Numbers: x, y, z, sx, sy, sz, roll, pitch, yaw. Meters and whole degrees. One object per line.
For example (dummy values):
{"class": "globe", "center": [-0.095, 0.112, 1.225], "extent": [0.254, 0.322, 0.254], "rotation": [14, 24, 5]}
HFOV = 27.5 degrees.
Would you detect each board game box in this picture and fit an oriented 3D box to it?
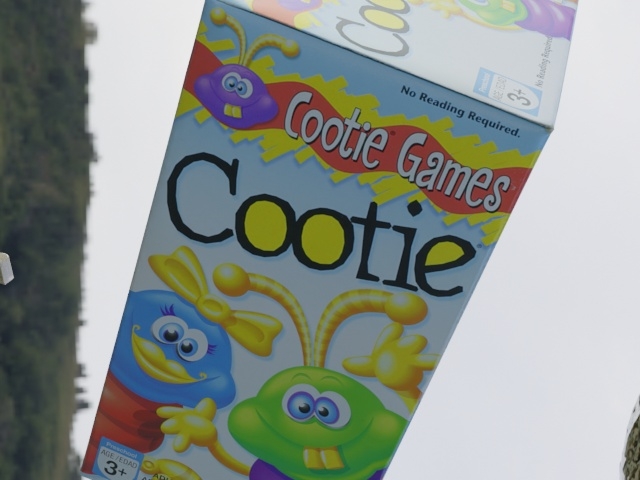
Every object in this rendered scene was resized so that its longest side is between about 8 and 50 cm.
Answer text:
{"class": "board game box", "center": [0.000, 0.000, 0.618], "extent": [0.144, 0.142, 0.275], "rotation": [-67, 177, -53]}

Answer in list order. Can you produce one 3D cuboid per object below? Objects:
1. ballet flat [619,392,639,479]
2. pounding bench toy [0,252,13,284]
{"class": "ballet flat", "center": [0.240, 0.227, 0.701], "extent": [0.182, 0.164, 0.483], "rotation": [-85, 161, -46]}
{"class": "pounding bench toy", "center": [-0.258, 0.036, 0.894], "extent": [0.065, 0.083, 0.052], "rotation": [-80, 160, -56]}
